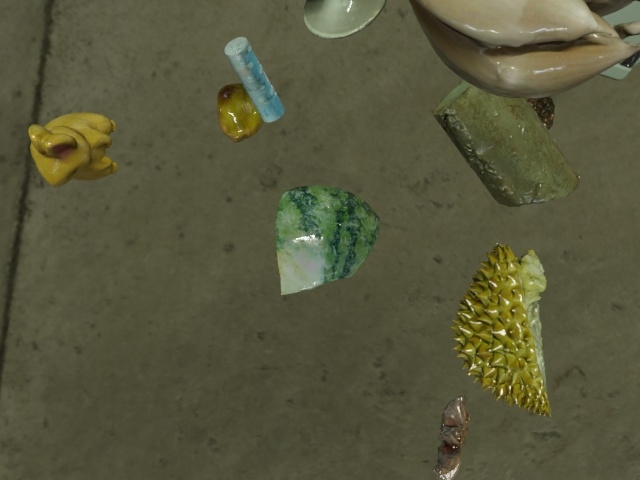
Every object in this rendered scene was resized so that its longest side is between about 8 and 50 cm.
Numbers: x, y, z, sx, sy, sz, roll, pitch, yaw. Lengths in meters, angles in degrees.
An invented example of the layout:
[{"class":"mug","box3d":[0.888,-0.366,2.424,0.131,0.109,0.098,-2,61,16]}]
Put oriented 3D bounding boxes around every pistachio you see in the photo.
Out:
[{"class":"pistachio","box3d":[-0.179,-0.307,1.754,0.110,0.100,0.189,-16,39,13]}]

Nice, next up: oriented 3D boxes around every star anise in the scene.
[{"class":"star anise","box3d":[0.285,0.419,1.662,0.063,0.172,0.208,9,42,19]}]

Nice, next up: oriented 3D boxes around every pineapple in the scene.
[{"class":"pineapple","box3d":[0.404,-0.290,1.728,0.251,0.125,0.125,-7,71,-15]}]

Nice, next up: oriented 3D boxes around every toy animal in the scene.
[{"class":"toy animal","box3d":[-0.250,-0.087,0.733,0.083,0.159,0.070,-1,100,-3]}]

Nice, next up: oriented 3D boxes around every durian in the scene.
[{"class":"durian","box3d":[0.308,0.123,1.235,0.172,0.166,0.307,126,146,-50]}]

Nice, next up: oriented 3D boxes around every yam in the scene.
[{"class":"yam","box3d":[0.356,-0.191,1.473,0.168,0.168,0.304,-35,106,14]}]

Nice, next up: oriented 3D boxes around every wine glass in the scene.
[{"class":"wine glass","box3d":[-0.016,-0.242,0.566,0.079,0.195,0.079,-10,61,19]}]

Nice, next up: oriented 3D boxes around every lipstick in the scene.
[{"class":"lipstick","box3d":[-0.115,-0.282,1.346,0.048,0.158,0.048,-15,45,16]}]

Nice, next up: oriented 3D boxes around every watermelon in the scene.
[{"class":"watermelon","box3d":[0.000,0.000,1.816,0.176,0.255,0.260,122,169,-45]}]

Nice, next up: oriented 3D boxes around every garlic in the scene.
[{"class":"garlic","box3d":[0.184,-0.245,0.717,0.291,0.237,0.210,28,95,5]}]

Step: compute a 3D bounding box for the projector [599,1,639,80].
[{"class":"projector","box3d":[0.519,-0.427,1.342,0.099,0.191,0.257,-94,23,-46]}]
